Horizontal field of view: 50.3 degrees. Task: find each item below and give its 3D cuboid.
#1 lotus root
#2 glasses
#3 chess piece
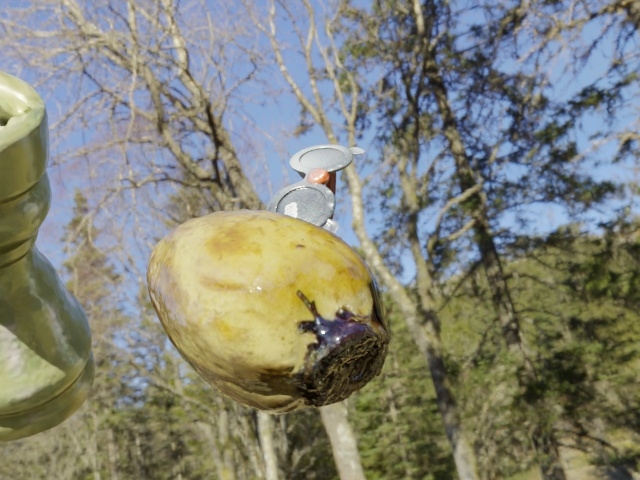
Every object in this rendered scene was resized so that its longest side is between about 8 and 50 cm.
[{"bbox_3d":[-0.048,0.038,0.460,0.214,0.139,0.138,19,2,36],"label":"lotus root"},{"bbox_3d":[0.000,0.000,1.079,0.118,0.234,0.268,5,-48,12],"label":"glasses"},{"bbox_3d":[-0.404,0.026,0.810,0.234,0.234,0.442,-6,-47,-18],"label":"chess piece"}]
